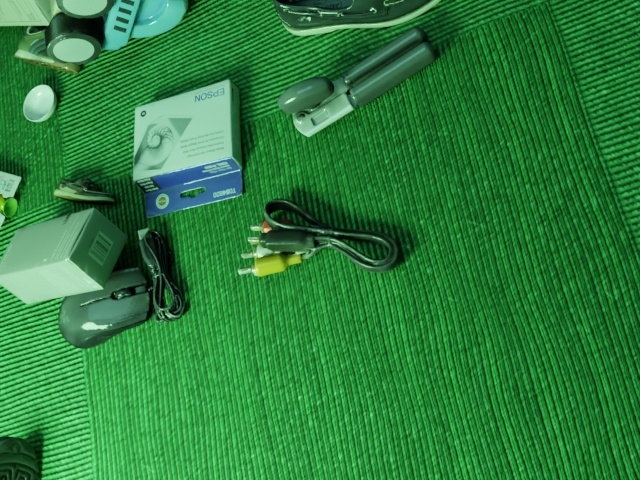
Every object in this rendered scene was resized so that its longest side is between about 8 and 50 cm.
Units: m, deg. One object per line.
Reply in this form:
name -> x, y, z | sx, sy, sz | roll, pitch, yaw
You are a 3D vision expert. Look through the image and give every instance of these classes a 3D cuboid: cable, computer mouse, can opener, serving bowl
cable -> 0.000, 0.000, 1.419 | 0.287, 0.072, 0.139 | 3, 59, 14
computer mouse -> -0.393, 0.106, 1.550 | 0.272, 0.072, 0.188 | -28, 66, 16
can opener -> 0.064, -0.273, 1.435 | 0.280, 0.093, 0.074 | -28, 64, 11
serving bowl -> -0.595, -0.290, 1.786 | 0.083, 0.027, 0.083 | -7, 73, 24

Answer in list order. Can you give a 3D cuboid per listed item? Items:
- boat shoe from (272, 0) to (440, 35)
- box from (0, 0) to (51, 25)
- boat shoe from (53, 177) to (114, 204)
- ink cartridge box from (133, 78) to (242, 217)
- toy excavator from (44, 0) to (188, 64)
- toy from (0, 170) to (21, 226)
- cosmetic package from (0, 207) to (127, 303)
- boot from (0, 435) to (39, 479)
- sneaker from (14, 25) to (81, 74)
boat shoe -> 0.066, -0.452, 1.466 | 0.340, 0.113, 0.127 | -2, 74, 25
box -> -0.714, -0.564, 1.840 | 0.311, 0.148, 0.121 | 8, 54, 26
boat shoe -> -0.469, -0.100, 1.655 | 0.152, 0.056, 0.049 | 8, 84, 27
ink cartridge box -> -0.253, -0.173, 1.578 | 0.223, 0.045, 0.224 | -12, 71, 22
toy excavator -> -0.296, -0.540, 1.623 | 0.433, 0.445, 0.222 | -47, 52, 56
toy -> -0.747, -0.092, 1.788 | 0.237, 0.056, 0.137 | 14, 78, 23
cosmetic package -> -0.488, 0.032, 1.558 | 0.238, 0.107, 0.127 | -11, 48, 33
boot -> -0.755, 0.542, 1.572 | 0.445, 0.146, 0.367 | -3, 72, 30
sneaker -> -0.580, -0.416, 1.793 | 0.192, 0.064, 0.086 | 18, 89, 32
